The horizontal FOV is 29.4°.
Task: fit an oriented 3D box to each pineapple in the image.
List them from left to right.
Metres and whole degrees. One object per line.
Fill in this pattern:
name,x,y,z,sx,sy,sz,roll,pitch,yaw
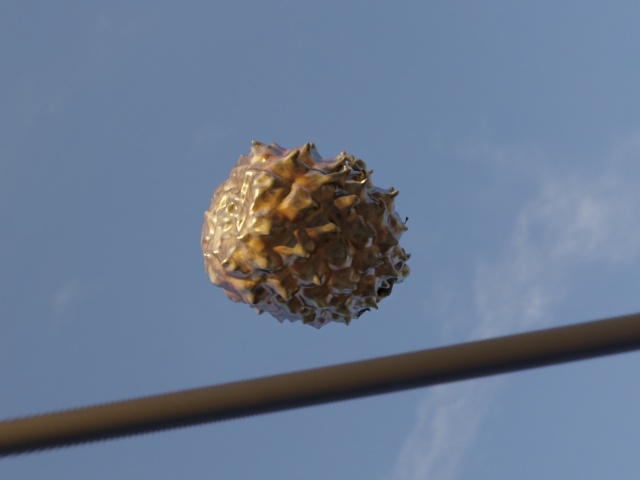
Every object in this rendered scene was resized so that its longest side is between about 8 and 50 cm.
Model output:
pineapple,0.000,0.000,1.060,0.193,0.166,0.166,21,-97,-29
